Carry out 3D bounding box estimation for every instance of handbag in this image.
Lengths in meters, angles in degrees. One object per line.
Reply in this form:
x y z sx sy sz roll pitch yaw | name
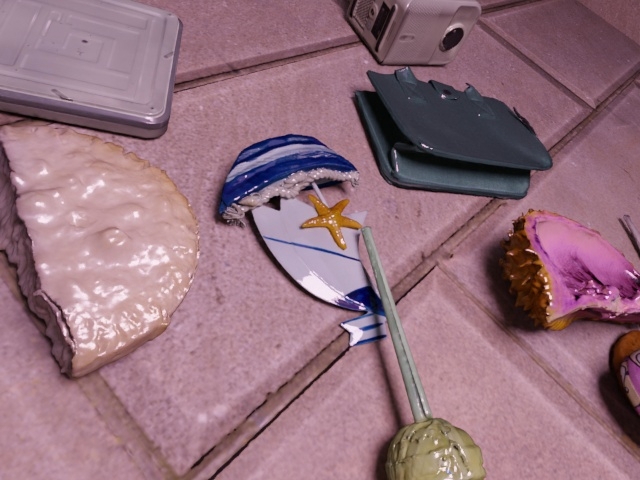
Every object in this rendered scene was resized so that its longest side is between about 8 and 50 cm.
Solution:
0.239 -0.195 0.799 0.327 0.089 0.238 1 53 -25 | handbag

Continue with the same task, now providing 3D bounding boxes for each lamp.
-0.336 -0.261 0.609 0.269 0.047 0.266 7 54 -20 | lamp

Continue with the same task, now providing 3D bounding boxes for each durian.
0.368 0.056 0.656 0.341 0.112 0.191 5 43 -31 | durian

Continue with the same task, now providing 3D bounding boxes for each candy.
0.090 0.119 0.484 0.093 0.092 0.335 -12 57 1 | candy

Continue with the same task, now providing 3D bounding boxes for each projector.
0.205 -0.486 0.956 0.243 0.163 0.177 -13 63 -29 | projector

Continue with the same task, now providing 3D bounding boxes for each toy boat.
0.000 0.000 0.573 0.221 0.067 0.291 -18 75 -33 | toy boat

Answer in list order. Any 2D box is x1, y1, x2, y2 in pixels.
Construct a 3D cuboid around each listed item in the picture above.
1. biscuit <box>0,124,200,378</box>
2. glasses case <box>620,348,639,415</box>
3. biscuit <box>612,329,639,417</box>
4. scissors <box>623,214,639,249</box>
-0.223 -0.022 0.452 0.179 0.084 0.281 -24 67 -36 | biscuit
0.524 0.182 0.607 0.317 0.075 0.123 -6 59 -29 | glasses case
0.501 0.218 0.639 0.188 0.027 0.187 14 50 -17 | biscuit
0.614 0.038 0.833 0.110 0.021 0.212 7 53 -16 | scissors
